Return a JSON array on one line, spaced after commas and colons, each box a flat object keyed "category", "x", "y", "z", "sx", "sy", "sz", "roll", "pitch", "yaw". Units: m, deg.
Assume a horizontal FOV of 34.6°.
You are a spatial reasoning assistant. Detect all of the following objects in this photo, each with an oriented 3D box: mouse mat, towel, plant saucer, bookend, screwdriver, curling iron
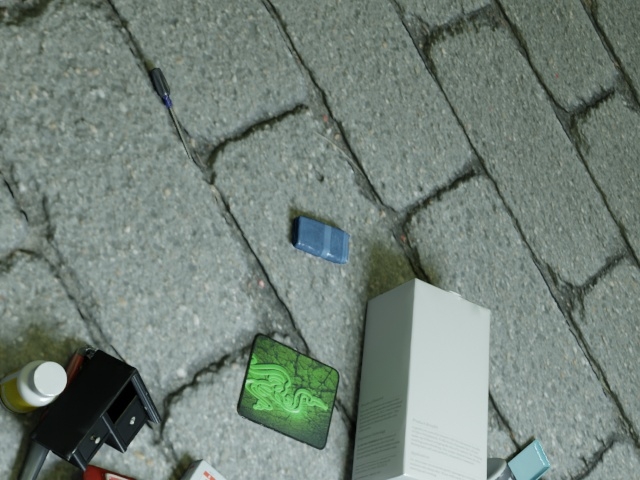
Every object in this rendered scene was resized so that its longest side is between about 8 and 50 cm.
[{"category": "mouse mat", "x": -0.051, "y": 0.261, "z": 1.762, "sx": 0.189, "sy": 0.007, "sz": 0.153, "roll": 28, "pitch": 59, "yaw": -27}, {"category": "towel", "x": 0.000, "y": 0.000, "z": 1.880, "sx": 0.119, "sy": 0.029, "sz": 0.067, "roll": 21, "pitch": 62, "yaw": -32}, {"category": "plant saucer", "x": 0.386, "y": 0.465, "z": 2.027, "sx": 0.192, "sy": 0.018, "sz": 0.067, "roll": -26, "pitch": 91, "yaw": -42}, {"category": "bookend", "x": -0.316, "y": 0.266, "z": 1.463, "sx": 0.157, "sy": 0.072, "sz": 0.156, "roll": -54, "pitch": 154, "yaw": -29}, {"category": "screwdriver", "x": -0.256, "y": -0.216, "z": 1.769, "sx": 0.024, "sy": 0.025, "sz": 0.170, "roll": -25, "pitch": 99, "yaw": -42}, {"category": "curling iron", "x": -0.378, "y": 0.270, "z": 1.480, "sx": 0.068, "sy": 0.035, "sz": 0.274, "roll": 38, "pitch": 54, "yaw": -22}]

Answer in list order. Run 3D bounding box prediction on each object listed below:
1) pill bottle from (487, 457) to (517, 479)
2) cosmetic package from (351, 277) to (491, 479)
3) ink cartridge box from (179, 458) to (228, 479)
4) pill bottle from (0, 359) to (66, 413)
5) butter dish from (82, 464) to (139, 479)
[{"category": "pill bottle", "x": 0.341, "y": 0.536, "z": 1.892, "sx": 0.130, "sy": 0.130, "sz": 0.246, "roll": -34, "pitch": 97, "yaw": -41}, {"category": "cosmetic package", "x": 0.186, "y": 0.277, "z": 1.831, "sx": 0.197, "sy": 0.155, "sz": 0.366, "roll": 25, "pitch": 55, "yaw": -27}, {"category": "ink cartridge box", "x": -0.182, "y": 0.448, "z": 1.567, "sx": 0.145, "sy": 0.045, "sz": 0.179, "roll": 45, "pitch": 50, "yaw": -16}, {"category": "pill bottle", "x": -0.400, "y": 0.203, "z": 1.433, "sx": 0.065, "sy": 0.116, "sz": 0.065, "roll": 14, "pitch": 66, "yaw": -34}, {"category": "butter dish", "x": -0.283, "y": 0.419, "z": 1.457, "sx": 0.160, "sy": 0.118, "sz": 0.160, "roll": 28, "pitch": 15, "yaw": -29}]
